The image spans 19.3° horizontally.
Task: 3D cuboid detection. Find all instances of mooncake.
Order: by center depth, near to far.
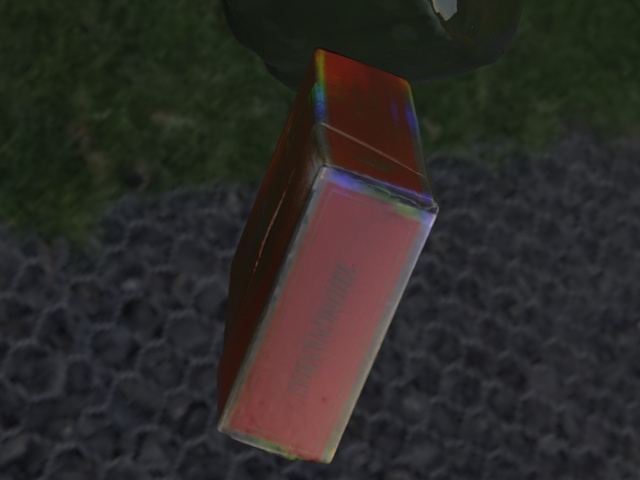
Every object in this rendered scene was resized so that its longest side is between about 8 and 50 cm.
[{"bbox_3d":[0.027,-0.285,1.408,0.356,0.194,0.356,-4,90,-69],"label":"mooncake"}]

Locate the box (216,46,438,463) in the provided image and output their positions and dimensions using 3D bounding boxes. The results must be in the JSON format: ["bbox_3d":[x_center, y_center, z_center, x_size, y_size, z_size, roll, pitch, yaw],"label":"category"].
[{"bbox_3d":[-0.001,0.000,0.745,0.048,0.112,0.175,20,17,-8],"label":"box"}]
